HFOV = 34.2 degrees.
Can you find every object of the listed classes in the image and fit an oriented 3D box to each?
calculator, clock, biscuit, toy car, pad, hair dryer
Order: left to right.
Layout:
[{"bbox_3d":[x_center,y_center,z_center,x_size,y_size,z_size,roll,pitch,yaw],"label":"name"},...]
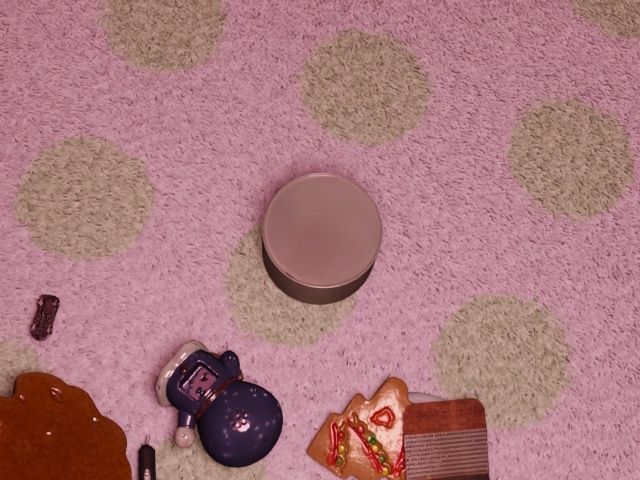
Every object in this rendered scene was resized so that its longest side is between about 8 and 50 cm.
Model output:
[{"bbox_3d":[-0.509,0.384,1.803,0.381,0.074,0.359,31,38,4],"label":"biscuit"},{"bbox_3d":[-0.524,0.148,1.979,0.041,0.025,0.093,11,70,1],"label":"toy car"},{"bbox_3d":[-0.309,0.452,1.867,0.071,0.124,0.219,-2,57,-7],"label":"hair dryer"},{"bbox_3d":[-0.183,0.307,1.898,0.243,0.146,0.199,38,70,15],"label":"clock"},{"bbox_3d":[0.091,0.370,1.932,0.238,0.041,0.212,-11,85,-1],"label":"biscuit"},{"bbox_3d":[0.190,0.336,1.972,0.152,0.021,0.095,10,73,-1],"label":"calculator"},{"bbox_3d":[0.317,0.415,1.917,0.323,0.055,0.250,-4,85,3],"label":"pad"}]

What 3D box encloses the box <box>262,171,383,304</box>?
[{"bbox_3d":[0.000,0.000,1.993,0.226,0.149,0.226,1,73,-3],"label":"box"}]
